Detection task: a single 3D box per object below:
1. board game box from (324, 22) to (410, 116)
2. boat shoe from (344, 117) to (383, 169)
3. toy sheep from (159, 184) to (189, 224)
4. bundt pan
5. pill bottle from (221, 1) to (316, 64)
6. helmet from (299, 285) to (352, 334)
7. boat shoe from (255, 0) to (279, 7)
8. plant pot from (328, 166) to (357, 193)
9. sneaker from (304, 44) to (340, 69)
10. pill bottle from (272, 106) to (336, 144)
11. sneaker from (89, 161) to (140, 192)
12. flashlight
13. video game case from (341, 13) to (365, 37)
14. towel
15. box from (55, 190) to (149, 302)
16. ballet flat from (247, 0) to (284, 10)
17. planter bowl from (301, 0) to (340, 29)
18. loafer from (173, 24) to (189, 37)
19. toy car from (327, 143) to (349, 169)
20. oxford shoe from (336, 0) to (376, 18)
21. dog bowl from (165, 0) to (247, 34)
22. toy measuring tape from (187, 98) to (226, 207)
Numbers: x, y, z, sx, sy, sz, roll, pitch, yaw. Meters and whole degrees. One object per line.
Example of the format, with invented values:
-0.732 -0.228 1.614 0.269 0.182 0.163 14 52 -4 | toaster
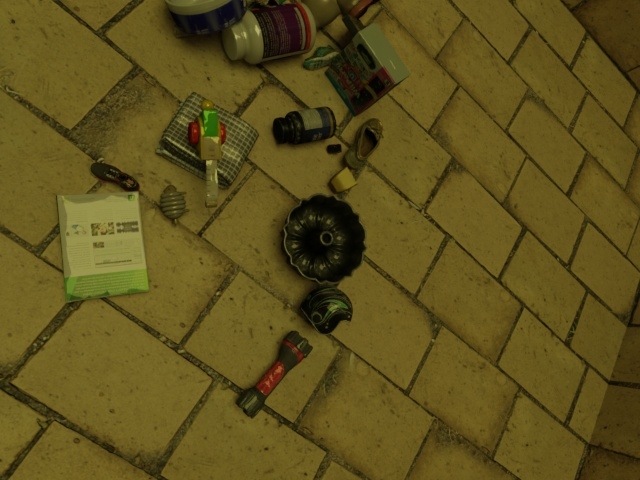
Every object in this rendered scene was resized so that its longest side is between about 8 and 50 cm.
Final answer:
0.169 -0.640 1.722 0.097 0.303 0.224 -39 98 -22 | board game box
0.193 -0.396 1.795 0.104 0.089 0.285 39 57 -18 | boat shoe
-0.478 -0.116 1.469 0.091 0.091 0.132 -13 92 -25 | toy sheep
0.000 0.000 1.642 0.330 0.124 0.331 4 80 -23 | bundt pan
-0.188 -0.756 1.649 0.322 0.181 0.182 -23 91 -26 | pill bottle
0.028 0.242 1.594 0.161 0.169 0.169 -37 97 -8 | helmet
-0.204 -0.875 1.617 0.170 0.063 0.059 -21 89 -53 | boat shoe
0.078 -0.224 1.742 0.083 0.081 0.081 -34 96 -13 | plant pot
-0.005 -0.738 1.805 0.166 0.065 0.076 -27 77 -29 | sneaker
-0.061 -0.427 1.685 0.219 0.122 0.123 -17 89 -25 | pill bottle
-0.644 -0.206 1.417 0.157 0.065 0.061 25 72 -19 | sneaker
-0.156 0.445 1.509 0.103 0.103 0.304 49 65 -11 | flashlight
0.202 -0.781 1.828 0.275 0.035 0.248 54 24 -8 | video game case
-0.380 -0.341 1.529 0.283 0.121 0.235 29 70 -17 | towel
-0.663 0.015 1.379 0.232 0.058 0.322 -5 82 -25 | box
-0.225 -0.912 1.726 0.077 0.091 0.241 37 60 18 | ballet flat
-0.016 -0.909 1.778 0.162 0.162 0.109 38 94 -14 | planter bowl
-0.464 -0.751 1.609 0.125 0.039 0.045 -18 55 -28 | loafer
0.073 -0.333 1.788 0.041 0.060 0.122 -72 139 -62 | toy car
0.205 -1.080 1.916 0.130 0.123 0.348 44 66 -6 | oxford shoe
-0.387 -0.820 1.534 0.264 0.104 0.265 -5 55 8 | dog bowl
-0.358 -0.274 1.425 0.121 0.121 0.331 -5 105 -25 | toy measuring tape
